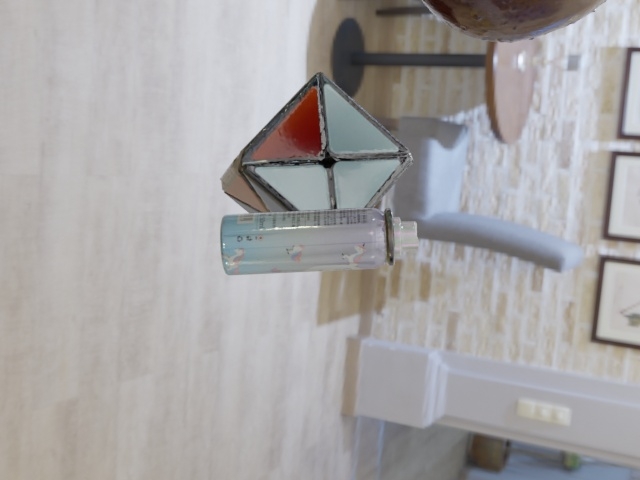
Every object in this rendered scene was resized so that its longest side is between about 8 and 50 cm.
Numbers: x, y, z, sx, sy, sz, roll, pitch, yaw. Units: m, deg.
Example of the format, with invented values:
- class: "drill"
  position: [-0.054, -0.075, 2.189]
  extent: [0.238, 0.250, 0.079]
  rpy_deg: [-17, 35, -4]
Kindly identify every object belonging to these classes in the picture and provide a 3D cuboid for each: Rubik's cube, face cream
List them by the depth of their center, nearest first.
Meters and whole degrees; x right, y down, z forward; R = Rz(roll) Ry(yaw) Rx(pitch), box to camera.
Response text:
- class: "face cream"
  position: [0.000, 0.000, 0.998]
  extent: [0.075, 0.229, 0.075]
  rpy_deg: [-3, 90, -87]
- class: "Rubik's cube"
  position: [-0.015, -0.133, 1.612]
  extent: [0.250, 0.248, 0.246]
  rpy_deg: [-49, -172, -14]

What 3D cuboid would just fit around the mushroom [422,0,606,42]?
- class: "mushroom"
  position: [0.236, -0.432, 1.101]
  extent: [0.334, 0.356, 0.331]
  rpy_deg: [2, 116, -44]
